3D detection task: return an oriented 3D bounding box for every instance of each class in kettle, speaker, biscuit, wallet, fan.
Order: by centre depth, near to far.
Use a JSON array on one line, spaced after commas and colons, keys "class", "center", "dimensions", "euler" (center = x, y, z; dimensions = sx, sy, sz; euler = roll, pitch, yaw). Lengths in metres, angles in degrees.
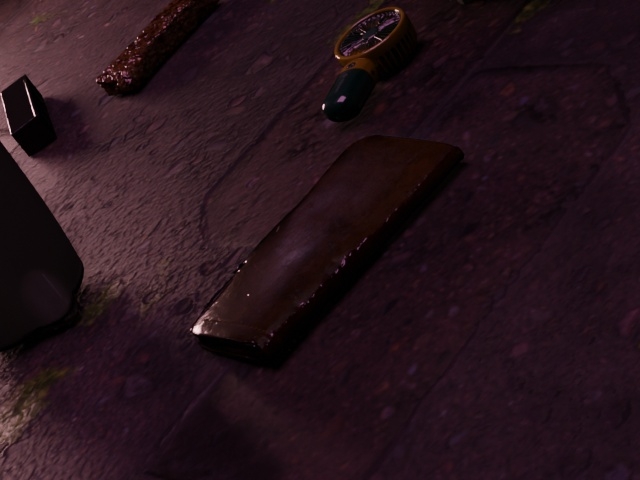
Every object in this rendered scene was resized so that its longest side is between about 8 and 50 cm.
[{"class": "wallet", "center": [0.000, 0.000, 1.230], "dimensions": [0.255, 0.031, 0.137], "euler": [-46, 28, -22]}, {"class": "kettle", "center": [-0.364, -0.024, 1.429], "dimensions": [0.240, 0.255, 0.165], "euler": [10, 53, 52]}, {"class": "fan", "center": [0.043, -0.168, 1.447], "dimensions": [0.082, 0.039, 0.155], "euler": [-10, 37, 38]}, {"class": "biscuit", "center": [-0.205, -0.255, 1.872], "dimensions": [0.064, 0.034, 0.199], "euler": [-3, 40, 47]}, {"class": "speaker", "center": [-0.382, -0.164, 1.918], "dimensions": [0.046, 0.040, 0.191], "euler": [-37, 27, 1]}]

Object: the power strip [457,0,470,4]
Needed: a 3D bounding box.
[{"class": "power strip", "center": [0.162, -0.269, 1.489], "dimensions": [0.083, 0.027, 0.017], "euler": [-39, 28, -9]}]
